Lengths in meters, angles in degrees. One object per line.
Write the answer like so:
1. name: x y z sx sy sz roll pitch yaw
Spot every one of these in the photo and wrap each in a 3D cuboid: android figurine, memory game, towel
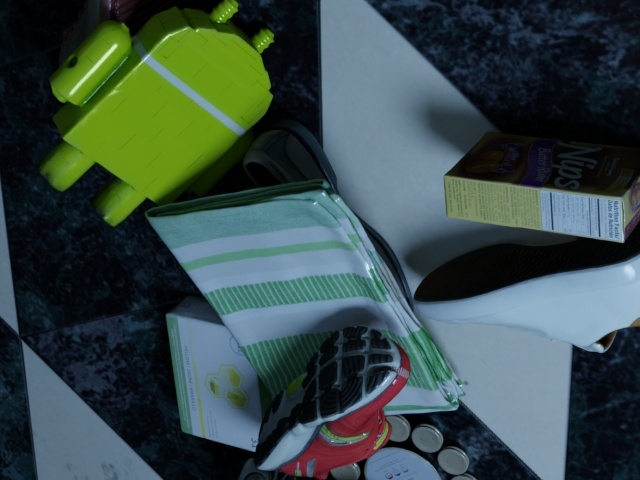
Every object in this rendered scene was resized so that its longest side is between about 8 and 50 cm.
1. android figurine: -0.164 -0.140 1.946 0.273 0.248 0.056 -46 43 11
2. memory game: 0.098 0.273 2.132 0.186 0.012 0.186 13 127 18
3. towel: -0.014 0.075 1.993 0.247 0.038 0.325 -9 129 35

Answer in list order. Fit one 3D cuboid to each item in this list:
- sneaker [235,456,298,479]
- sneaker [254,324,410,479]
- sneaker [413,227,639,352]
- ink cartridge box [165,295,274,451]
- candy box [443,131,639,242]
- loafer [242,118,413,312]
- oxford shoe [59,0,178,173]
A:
1. sneaker: -0.023 0.314 2.148 0.130 0.087 0.227 38 158 -31
2. sneaker: 0.033 0.181 1.998 0.118 0.107 0.279 21 146 -20
3. sneaker: 0.227 0.071 1.882 0.290 0.106 0.123 -7 122 40
4. ink cartridge box: -0.061 0.167 2.156 0.235 0.056 0.171 12 122 28
5. candy box: 0.227 -0.055 1.806 0.186 0.109 0.053 9 122 27
6. loafer: 0.000 0.000 1.996 0.096 0.084 0.267 -25 102 40
7. oxford shoe: -0.235 -0.220 1.994 0.130 0.123 0.348 21 125 27
